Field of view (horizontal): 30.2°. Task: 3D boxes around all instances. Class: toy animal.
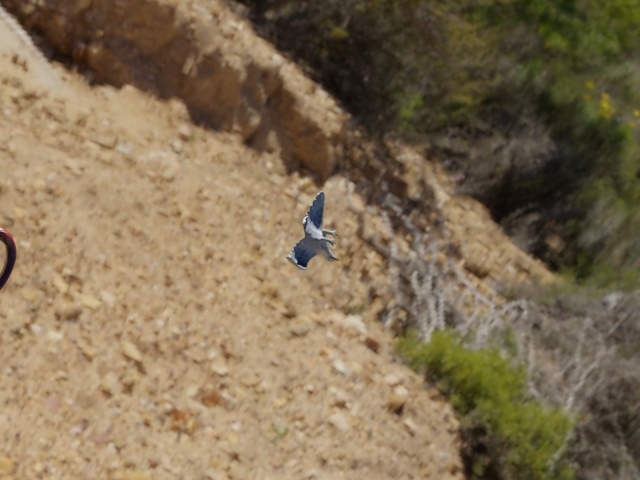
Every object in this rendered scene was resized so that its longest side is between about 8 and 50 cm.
[{"bbox_3d":[0.000,0.000,0.989,0.050,0.028,0.084,38,48,-12],"label":"toy animal"}]

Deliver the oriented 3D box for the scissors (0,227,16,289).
[{"bbox_3d":[-0.344,0.093,0.968,0.144,0.247,0.017,22,-8,-42],"label":"scissors"}]
